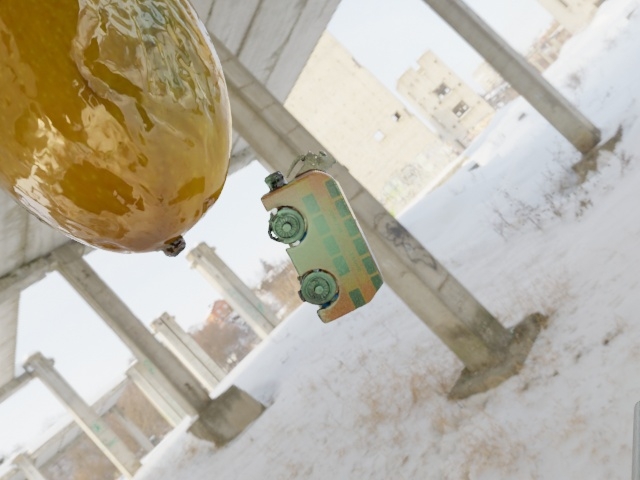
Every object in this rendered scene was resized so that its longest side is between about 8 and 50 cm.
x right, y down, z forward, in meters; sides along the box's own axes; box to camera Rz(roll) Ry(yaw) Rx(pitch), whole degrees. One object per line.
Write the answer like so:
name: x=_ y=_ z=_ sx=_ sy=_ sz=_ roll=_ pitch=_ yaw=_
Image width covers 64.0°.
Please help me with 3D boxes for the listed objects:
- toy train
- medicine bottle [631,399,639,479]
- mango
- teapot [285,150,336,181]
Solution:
toy train: x=0.000 y=0.000 z=0.598 sx=0.099 sy=0.188 sz=0.072 roll=-25 pitch=10 yaw=4
medicine bottle: x=0.198 y=0.204 z=0.276 sx=0.231 sy=0.059 sz=0.059 roll=-66 pitch=7 yaw=-30
mango: x=-0.192 y=-0.145 z=0.347 sx=0.187 sy=0.359 sz=0.144 roll=-40 pitch=-4 yaw=14
teapot: x=-0.017 y=-0.104 z=0.805 sx=0.083 sy=0.067 sz=0.057 roll=-59 pitch=-8 yaw=6
